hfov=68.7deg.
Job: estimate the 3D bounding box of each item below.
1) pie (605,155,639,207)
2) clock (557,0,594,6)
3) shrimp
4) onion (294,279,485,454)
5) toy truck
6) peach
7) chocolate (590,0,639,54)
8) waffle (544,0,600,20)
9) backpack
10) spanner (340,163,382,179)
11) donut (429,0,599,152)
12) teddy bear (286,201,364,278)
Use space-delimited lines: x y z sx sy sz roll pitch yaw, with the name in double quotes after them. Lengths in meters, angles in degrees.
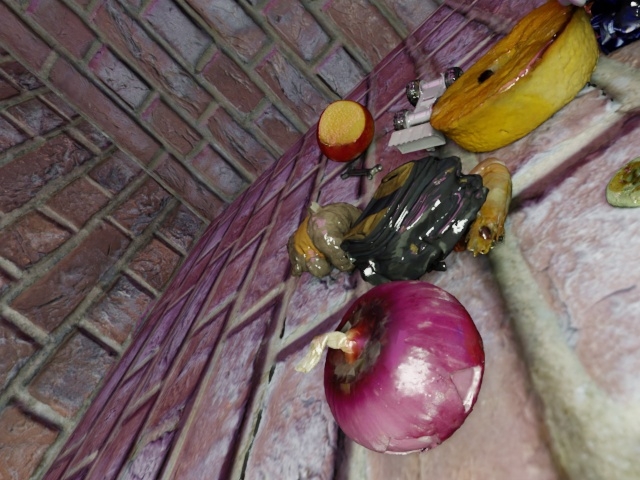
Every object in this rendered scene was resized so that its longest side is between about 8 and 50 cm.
0.342 -0.065 0.491 0.085 0.017 0.085 -41 17 16 "pie"
0.400 -0.380 0.564 0.228 0.090 0.248 -32 8 16 "clock"
0.217 -0.038 0.670 0.133 0.053 0.236 -39 19 36 "shrimp"
0.079 0.123 0.479 0.177 0.153 0.177 -32 13 8 "onion"
0.248 -0.280 1.037 0.136 0.111 0.285 -7 43 40 "toy truck"
0.072 -0.340 1.453 0.190 0.190 0.192 -37 1 29 "peach"
0.480 -0.328 0.625 0.343 0.126 0.148 -76 -3 -71 "chocolate"
0.497 -0.457 0.943 0.291 0.051 0.291 -41 17 15 "waffle"
0.130 -0.025 0.640 0.206 0.133 0.258 -61 3 -9 "backpack"
0.111 -0.193 1.320 0.054 0.015 0.254 -48 17 -6 "spanner"
0.340 -0.277 0.820 0.303 0.110 0.303 -43 16 16 "donut"
0.000 0.000 0.973 0.190 0.140 0.177 -41 19 45 "teddy bear"
